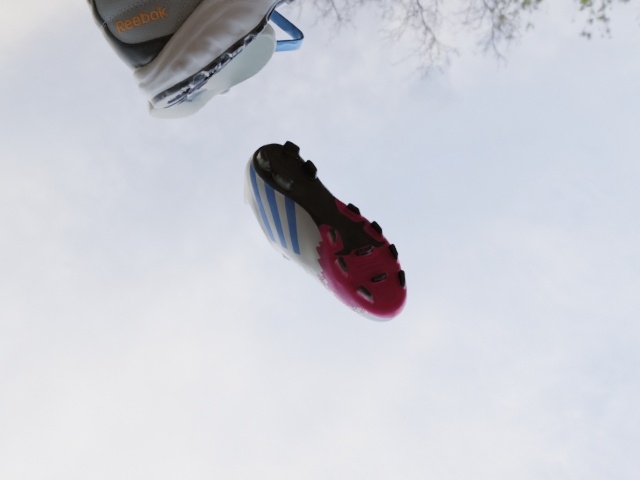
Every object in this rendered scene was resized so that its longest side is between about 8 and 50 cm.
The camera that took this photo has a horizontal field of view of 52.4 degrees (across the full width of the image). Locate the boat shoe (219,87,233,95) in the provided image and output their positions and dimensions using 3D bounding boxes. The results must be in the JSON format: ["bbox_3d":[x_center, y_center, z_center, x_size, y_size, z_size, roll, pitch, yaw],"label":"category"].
[{"bbox_3d":[-0.223,-0.423,1.473,0.066,0.063,0.184,15,-81,19],"label":"boat shoe"}]

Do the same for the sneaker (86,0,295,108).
[{"bbox_3d":[-0.048,-0.217,0.471,0.271,0.108,0.100,-46,-165,-18],"label":"sneaker"}]

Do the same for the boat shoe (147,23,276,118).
[{"bbox_3d":[-0.138,-0.214,0.752,0.227,0.079,0.081,-19,-102,46],"label":"boat shoe"}]

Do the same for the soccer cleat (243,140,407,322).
[{"bbox_3d":[0.000,0.000,0.958,0.116,0.143,0.331,-23,-115,-34],"label":"soccer cleat"}]

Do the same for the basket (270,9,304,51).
[{"bbox_3d":[-0.201,-0.420,1.208,0.255,0.201,0.289,44,-140,21],"label":"basket"}]
